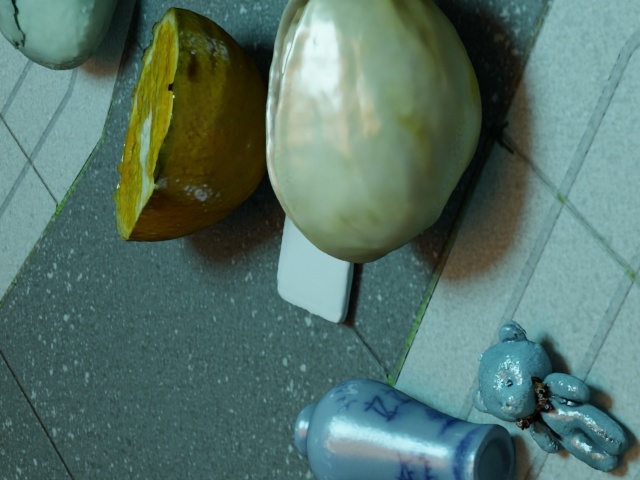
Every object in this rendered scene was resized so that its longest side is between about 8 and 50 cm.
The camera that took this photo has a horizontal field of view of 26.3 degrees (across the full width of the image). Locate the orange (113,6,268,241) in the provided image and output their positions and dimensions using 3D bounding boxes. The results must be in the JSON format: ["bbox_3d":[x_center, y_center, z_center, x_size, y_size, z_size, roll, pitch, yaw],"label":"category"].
[{"bbox_3d":[-0.177,-0.137,1.677,0.274,0.274,0.310,49,170,32],"label":"orange"}]

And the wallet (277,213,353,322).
[{"bbox_3d":[0.000,0.000,1.657,0.124,0.032,0.183,23,110,45],"label":"wallet"}]

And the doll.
[{"bbox_3d":[0.225,0.172,1.393,0.180,0.075,0.120,44,130,36],"label":"doll"}]

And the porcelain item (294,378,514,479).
[{"bbox_3d":[0.085,0.230,1.521,0.259,0.141,0.141,4,98,41],"label":"porcelain item"}]

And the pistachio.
[{"bbox_3d":[0.049,-0.132,1.437,0.230,0.230,0.309,2,104,48],"label":"pistachio"}]

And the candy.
[{"bbox_3d":[-0.383,-0.375,1.919,0.295,0.185,0.296,158,90,-79],"label":"candy"}]
